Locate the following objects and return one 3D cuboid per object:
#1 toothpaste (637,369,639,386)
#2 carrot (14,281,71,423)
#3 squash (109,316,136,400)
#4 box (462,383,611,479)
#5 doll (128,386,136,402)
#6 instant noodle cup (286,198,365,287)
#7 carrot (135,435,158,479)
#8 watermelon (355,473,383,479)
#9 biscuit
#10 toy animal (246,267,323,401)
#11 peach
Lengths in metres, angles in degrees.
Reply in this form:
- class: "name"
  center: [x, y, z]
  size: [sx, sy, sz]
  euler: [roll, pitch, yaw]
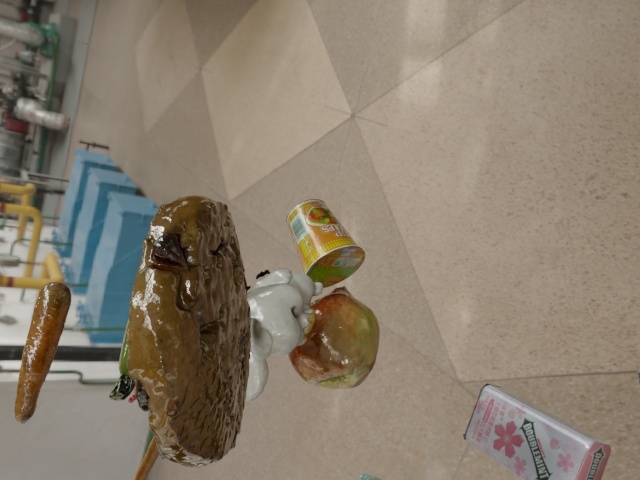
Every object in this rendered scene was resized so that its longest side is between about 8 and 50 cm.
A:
- class: "toothpaste"
  center: [0.559, 0.287, 0.917]
  size: [0.057, 0.035, 0.197]
  euler: [75, -162, -61]
- class: "carrot"
  center: [-0.378, 0.149, 0.751]
  size: [0.047, 0.047, 0.191]
  euler: [-23, 56, 51]
- class: "squash"
  center: [-0.291, 0.116, 0.952]
  size: [0.071, 0.080, 0.318]
  euler: [7, 71, 16]
- class: "box"
  center: [0.562, 0.542, 1.489]
  size: [0.370, 0.112, 0.190]
  euler: [18, 87, 58]
- class: "doll"
  center: [-0.341, 0.314, 1.287]
  size: [0.183, 0.217, 0.085]
  euler: [99, 148, -76]
- class: "instant noodle cup"
  center: [0.000, 0.000, 1.400]
  size: [0.168, 0.169, 0.185]
  euler: [-54, 49, 35]
- class: "carrot"
  center: [-0.453, 0.570, 1.529]
  size: [0.043, 0.043, 0.247]
  euler: [27, 90, 54]
- class: "watermelon"
  center: [0.127, 0.472, 0.841]
  size: [0.241, 0.094, 0.154]
  euler: [9, 51, 36]
- class: "biscuit"
  center: [-0.119, 0.095, 0.593]
  size: [0.296, 0.075, 0.295]
  euler: [-1, -90, -87]
- class: "toy animal"
  center: [-0.097, 0.166, 1.130]
  size: [0.154, 0.325, 0.208]
  euler: [21, 126, 11]
- class: "peach"
  center: [0.036, 0.234, 1.383]
  size: [0.232, 0.233, 0.256]
  euler: [-35, 44, 47]
